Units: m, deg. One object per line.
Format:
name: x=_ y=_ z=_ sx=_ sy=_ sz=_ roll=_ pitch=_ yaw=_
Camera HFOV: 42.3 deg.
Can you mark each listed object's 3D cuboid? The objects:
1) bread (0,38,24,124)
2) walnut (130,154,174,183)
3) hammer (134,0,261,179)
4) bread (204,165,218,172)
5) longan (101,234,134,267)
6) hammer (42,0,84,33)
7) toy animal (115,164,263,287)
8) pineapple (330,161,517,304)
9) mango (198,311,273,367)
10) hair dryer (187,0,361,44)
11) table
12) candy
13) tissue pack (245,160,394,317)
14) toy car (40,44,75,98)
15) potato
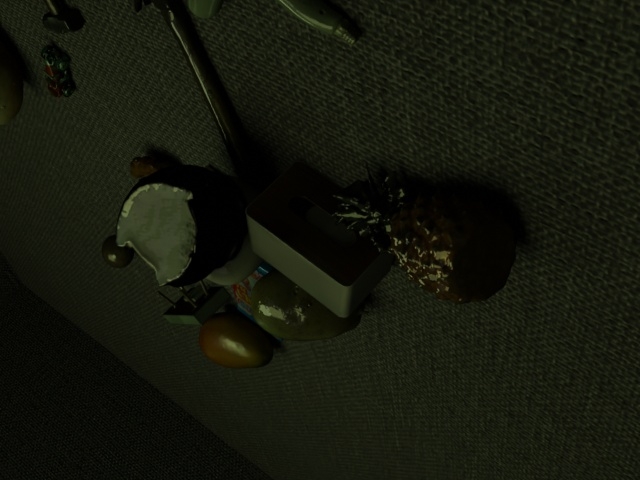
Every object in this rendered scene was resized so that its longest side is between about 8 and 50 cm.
bread: x=-0.897 y=-0.472 z=2.147 sx=0.314 sy=0.171 sz=0.192 roll=44 pitch=151 yaw=0
walnut: x=-0.384 y=-0.146 z=1.986 sx=0.170 sy=0.069 sz=0.143 roll=16 pitch=140 yaw=44
hammer: x=-0.213 y=-0.292 z=1.546 sx=0.168 sy=0.044 sz=0.440 roll=17 pitch=142 yaw=43
bread: x=-0.223 y=-0.109 z=1.839 sx=0.094 sy=0.035 sz=0.090 roll=33 pitch=152 yaw=23
longan: x=-0.634 y=0.031 z=2.595 sx=0.106 sy=0.106 sz=0.119 roll=53 pitch=-165 yaw=-16
hammer: x=-0.610 y=-0.594 z=1.696 sx=0.111 sy=0.043 sz=0.365 roll=18 pitch=142 yaw=44
toy animal: x=-0.221 y=-0.031 z=1.647 sx=0.250 sy=0.310 sz=0.251 roll=4 pitch=99 yaw=28
pineapple: x=0.144 y=-0.020 z=1.319 sx=0.340 sy=0.169 sz=0.169 roll=26 pitch=150 yaw=49
mango: x=-0.246 y=0.282 z=2.337 sx=0.254 sy=0.139 sz=0.175 roll=-4 pitch=139 yaw=48
hair dryer: x=-0.114 y=-0.375 z=1.244 sx=0.298 sy=0.119 sz=0.296 roll=42 pitch=164 yaw=-23
table: x=-0.378 y=0.163 z=2.370 sx=0.111 sy=0.121 sz=0.240 roll=53 pitch=153 yaw=-16
candy: x=-0.129 y=0.092 z=1.926 sx=0.157 sy=0.100 sz=0.306 roll=33 pitch=153 yaw=23
tissue pack: x=0.001 y=-0.001 z=1.529 sx=0.246 sy=0.159 sz=0.136 roll=35 pitch=154 yaw=18
toy car: x=-0.639 y=-0.405 z=1.997 sx=0.073 sy=0.054 sz=0.143 roll=39 pitch=155 yaw=10
potato: x=-0.020 y=0.132 z=1.733 sx=0.251 sy=0.159 sz=0.174 roll=4 pitch=164 yaw=17
